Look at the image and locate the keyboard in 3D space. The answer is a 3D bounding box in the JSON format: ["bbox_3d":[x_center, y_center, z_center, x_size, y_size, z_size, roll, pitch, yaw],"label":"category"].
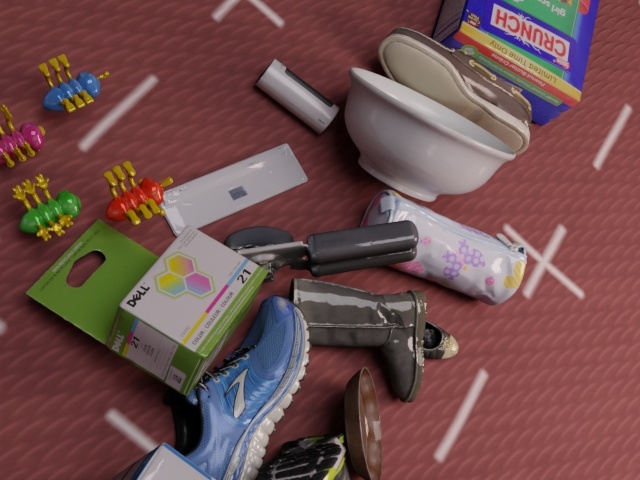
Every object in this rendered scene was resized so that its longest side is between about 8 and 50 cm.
[{"bbox_3d":[-0.133,-0.081,1.644,0.256,0.014,0.072,-25,88,-33],"label":"keyboard"}]

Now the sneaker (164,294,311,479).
[{"bbox_3d":[-0.123,0.206,1.456,0.147,0.130,0.330,33,58,-15],"label":"sneaker"}]

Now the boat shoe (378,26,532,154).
[{"bbox_3d":[0.241,-0.274,1.863,0.324,0.116,0.096,33,53,-17],"label":"boat shoe"}]

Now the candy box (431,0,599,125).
[{"bbox_3d":[0.367,-0.414,1.981,0.268,0.122,0.317,27,60,-16],"label":"candy box"}]

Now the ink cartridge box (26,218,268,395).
[{"bbox_3d":[-0.231,0.059,1.427,0.255,0.097,0.189,31,44,3],"label":"ink cartridge box"}]

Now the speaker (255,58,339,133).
[{"bbox_3d":[-0.039,-0.234,1.731,0.136,0.055,0.055,37,57,-9],"label":"speaker"}]

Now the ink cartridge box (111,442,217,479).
[{"bbox_3d":[-0.193,0.340,1.324,0.140,0.191,0.082,39,56,-9],"label":"ink cartridge box"}]

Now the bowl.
[{"bbox_3d":[0.152,-0.153,1.714,0.298,0.298,0.134,23,104,-18],"label":"bowl"}]

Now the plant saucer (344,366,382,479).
[{"bbox_3d":[0.060,0.267,1.531,0.029,0.168,0.168,-7,67,12],"label":"plant saucer"}]

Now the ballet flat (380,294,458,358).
[{"bbox_3d":[0.145,0.140,1.672,0.173,0.049,0.057,27,60,-15],"label":"ballet flat"}]

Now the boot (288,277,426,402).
[{"bbox_3d":[0.049,0.152,1.599,0.209,0.076,0.189,1,91,-19],"label":"boot"}]

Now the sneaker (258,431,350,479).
[{"bbox_3d":[-0.004,0.331,1.396,0.111,0.300,0.121,-15,87,9],"label":"sneaker"}]

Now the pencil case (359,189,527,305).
[{"bbox_3d":[0.195,0.013,1.709,0.273,0.124,0.113,20,62,-18],"label":"pencil case"}]

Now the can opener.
[{"bbox_3d":[0.000,0.000,1.587,0.284,0.076,0.095,-9,59,-5],"label":"can opener"}]

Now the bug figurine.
[{"bbox_3d":[-0.348,-0.114,1.490,0.216,0.072,0.279,-26,76,-21],"label":"bug figurine"}]
